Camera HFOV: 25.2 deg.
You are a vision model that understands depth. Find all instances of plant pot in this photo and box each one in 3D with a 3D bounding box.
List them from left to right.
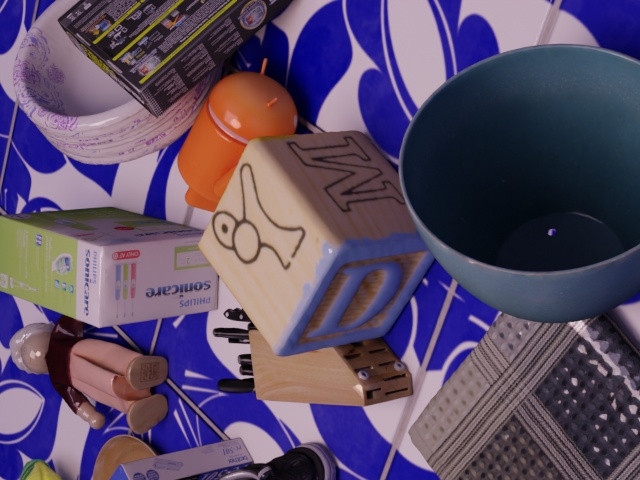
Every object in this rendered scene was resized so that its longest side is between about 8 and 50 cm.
[{"bbox_3d":[-0.281,0.419,2.243,0.236,0.032,0.236,9,103,47],"label":"plant pot"},{"bbox_3d":[0.237,-0.028,1.452,0.290,0.290,0.195,44,163,35],"label":"plant pot"}]

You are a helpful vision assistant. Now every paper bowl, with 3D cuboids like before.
[{"bbox_3d":[-0.270,-0.230,1.992,0.284,0.148,0.284,-12,54,17],"label":"paper bowl"}]

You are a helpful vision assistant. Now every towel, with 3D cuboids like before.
[{"bbox_3d":[0.266,0.230,1.601,0.312,0.056,0.324,53,128,25],"label":"towel"}]

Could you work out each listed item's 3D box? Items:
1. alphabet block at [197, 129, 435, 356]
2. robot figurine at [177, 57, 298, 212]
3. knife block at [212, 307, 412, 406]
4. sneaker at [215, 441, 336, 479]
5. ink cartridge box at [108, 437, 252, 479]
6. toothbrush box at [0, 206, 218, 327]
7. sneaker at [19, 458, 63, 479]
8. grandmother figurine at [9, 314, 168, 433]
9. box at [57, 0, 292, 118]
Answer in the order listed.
[{"bbox_3d":[0.000,0.000,1.748,0.197,0.193,0.192,53,129,30],"label":"alphabet block"},{"bbox_3d":[-0.109,-0.132,1.900,0.128,0.158,0.219,39,126,11],"label":"robot figurine"},{"bbox_3d":[-0.029,0.176,1.884,0.275,0.088,0.242,51,130,30],"label":"knife block"},{"bbox_3d":[-0.102,0.377,1.925,0.101,0.153,0.268,52,121,28],"label":"sneaker"},{"bbox_3d":[-0.204,0.338,2.012,0.046,0.207,0.097,58,133,26],"label":"ink cartridge box"},{"bbox_3d":[-0.314,0.033,2.095,0.283,0.206,0.122,16,106,47],"label":"toothbrush box"},{"bbox_3d":[-0.477,0.505,2.440,0.123,0.110,0.295,-127,43,-60],"label":"sneaker"},{"bbox_3d":[-0.379,0.195,2.274,0.342,0.104,0.207,10,94,44],"label":"grandmother figurine"},{"bbox_3d":[-0.183,-0.313,1.883,0.270,0.060,0.216,-43,53,-9],"label":"box"}]
